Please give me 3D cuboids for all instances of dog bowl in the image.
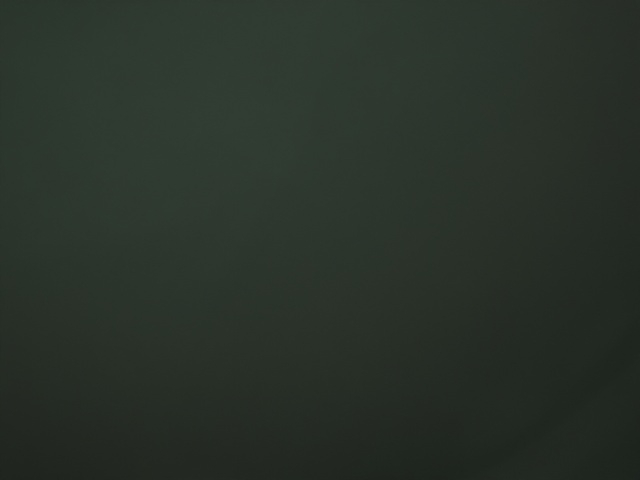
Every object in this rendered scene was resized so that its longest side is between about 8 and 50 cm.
[{"bbox_3d":[0.000,0.000,0.386,0.265,0.265,0.104,55,-172,-33],"label":"dog bowl"}]
